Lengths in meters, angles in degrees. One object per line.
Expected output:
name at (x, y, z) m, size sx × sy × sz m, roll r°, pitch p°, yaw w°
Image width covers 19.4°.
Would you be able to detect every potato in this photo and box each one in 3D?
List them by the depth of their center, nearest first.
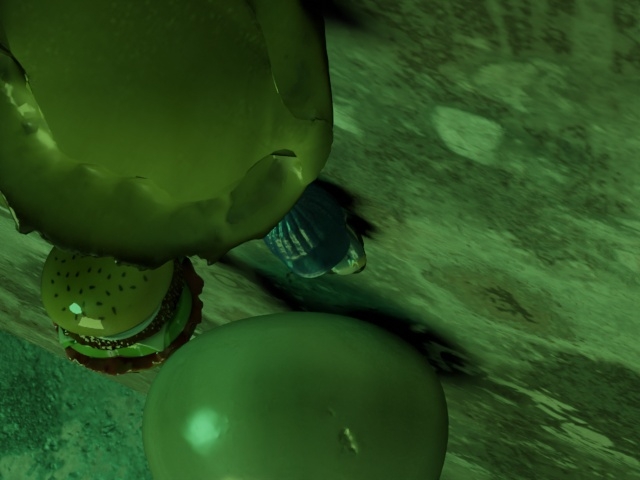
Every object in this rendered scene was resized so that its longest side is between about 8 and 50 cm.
potato at (-0.147, -0.112, 1.108) m, size 0.242 × 0.243 × 0.285 m, roll 14°, pitch -179°, yaw 42°

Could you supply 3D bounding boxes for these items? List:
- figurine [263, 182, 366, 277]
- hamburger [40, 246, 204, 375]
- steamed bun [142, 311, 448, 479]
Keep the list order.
figurine at (0.000, -0.009, 1.559) m, size 0.077 × 0.079 × 0.136 m, roll -2°, pitch 179°, yaw 19°
hamburger at (-0.211, 0.050, 1.954) m, size 0.175 × 0.175 × 0.137 m, roll 21°, pitch 159°, yaw 23°
steamed bun at (-0.025, 0.182, 1.927) m, size 0.324 × 0.206 × 0.324 m, roll 0°, pitch 164°, yaw 0°
